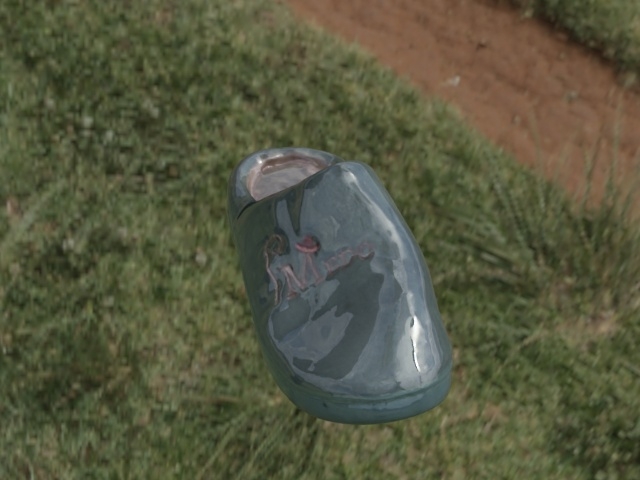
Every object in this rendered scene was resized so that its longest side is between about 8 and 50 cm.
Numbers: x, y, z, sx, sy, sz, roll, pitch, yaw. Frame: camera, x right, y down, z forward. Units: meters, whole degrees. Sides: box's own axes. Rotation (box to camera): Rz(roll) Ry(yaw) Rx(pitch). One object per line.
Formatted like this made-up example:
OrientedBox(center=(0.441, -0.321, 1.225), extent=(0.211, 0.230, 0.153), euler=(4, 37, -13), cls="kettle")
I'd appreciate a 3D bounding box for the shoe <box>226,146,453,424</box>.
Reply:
OrientedBox(center=(0.000, 0.000, 0.642), extent=(0.079, 0.078, 0.195), euler=(-13, 36, -10), cls="shoe")
